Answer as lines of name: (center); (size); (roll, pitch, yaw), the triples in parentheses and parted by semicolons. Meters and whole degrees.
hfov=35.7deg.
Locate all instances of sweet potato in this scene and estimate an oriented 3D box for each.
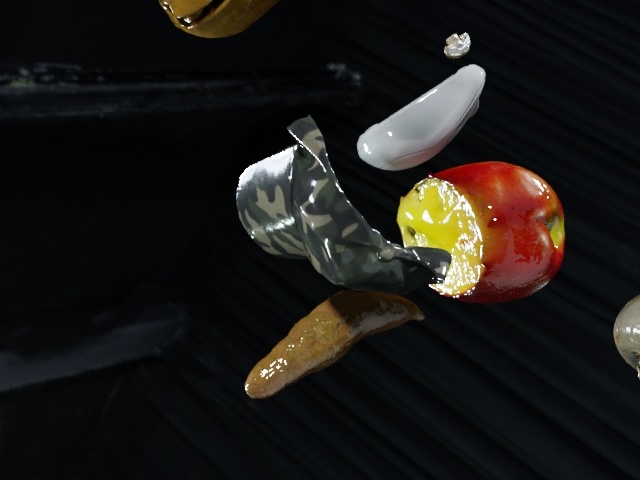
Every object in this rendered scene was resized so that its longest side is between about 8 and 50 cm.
sweet potato: (0.018, 0.152, 1.670); (0.355, 0.106, 0.095); (-24, 7, -25)

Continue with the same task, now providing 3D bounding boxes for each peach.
peach: (0.279, -0.017, 1.845); (0.281, 0.338, 0.281); (-4, -86, -61)

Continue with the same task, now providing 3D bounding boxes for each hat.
hat: (0.000, 0.000, 1.593); (0.382, 0.366, 0.257); (-30, 27, 41)

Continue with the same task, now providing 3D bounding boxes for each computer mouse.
computer mouse: (0.214, -0.231, 1.975); (0.297, 0.121, 0.184); (-32, 1, -11)

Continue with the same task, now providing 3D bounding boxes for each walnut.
walnut: (-0.120, -0.461, 1.575); (0.336, 0.209, 0.209); (-33, -20, 15)

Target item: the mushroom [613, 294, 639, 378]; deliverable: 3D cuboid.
mushroom: (0.538, 0.164, 1.447); (0.178, 0.227, 0.226); (-61, -21, -22)

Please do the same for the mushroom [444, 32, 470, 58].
mushroom: (0.279, -0.396, 2.020); (0.019, 0.049, 0.101); (-21, 16, 42)
